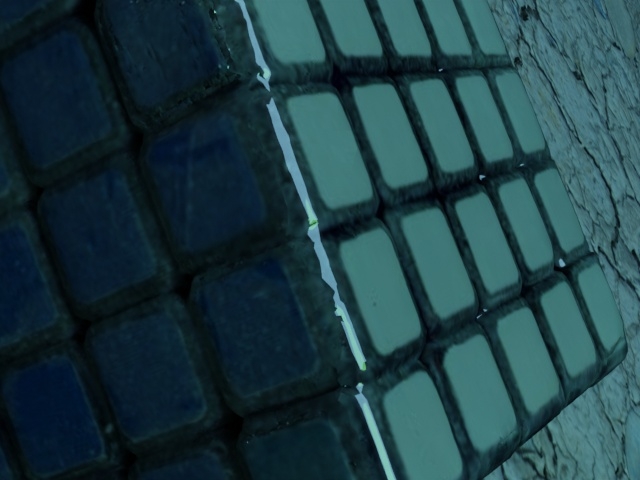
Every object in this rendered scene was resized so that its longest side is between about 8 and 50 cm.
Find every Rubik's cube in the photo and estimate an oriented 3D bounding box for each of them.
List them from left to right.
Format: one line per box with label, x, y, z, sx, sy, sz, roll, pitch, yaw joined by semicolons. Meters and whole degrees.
Rubik's cube;-0.048;-0.005;0.474;0.238;0.237;0.237;-20;89;-61
